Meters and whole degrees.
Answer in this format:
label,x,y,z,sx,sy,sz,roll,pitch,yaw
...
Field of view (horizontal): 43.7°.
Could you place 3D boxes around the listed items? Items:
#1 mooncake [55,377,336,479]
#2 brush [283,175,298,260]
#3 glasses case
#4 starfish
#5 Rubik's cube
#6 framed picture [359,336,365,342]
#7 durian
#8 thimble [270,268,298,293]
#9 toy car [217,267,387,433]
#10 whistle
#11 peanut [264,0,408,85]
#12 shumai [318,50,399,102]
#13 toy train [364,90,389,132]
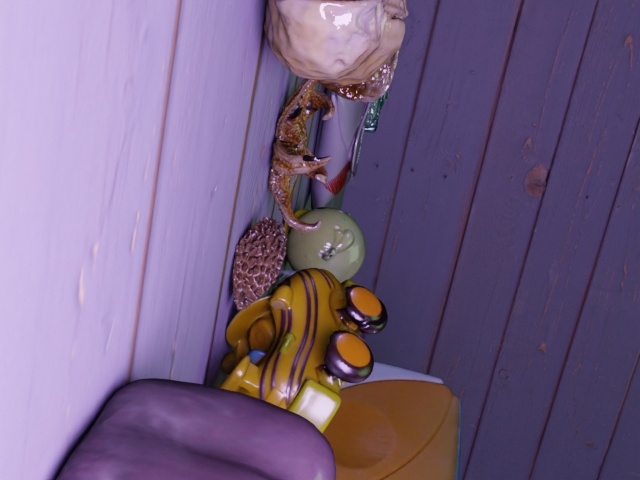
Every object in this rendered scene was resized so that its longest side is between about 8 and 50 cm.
label,x,y,z,sx,sy,sz,roll,pitch,yaw
mooncake,-0.088,0.243,0.499,0.306,0.154,0.306,12,90,-84
brush,-0.050,-0.041,1.212,0.083,0.010,0.218,-75,177,-46
glasses case,0.036,-0.184,1.467,0.128,0.083,0.308,-74,175,-49
starfish,-0.018,-0.113,0.933,0.146,0.074,0.190,-75,176,-51
Rubik's cube,0.027,0.420,1.306,0.352,0.347,0.352,-74,176,-47
framed picture,-0.003,0.166,1.420,0.016,0.184,0.250,-46,163,-20
durian,-0.064,0.019,0.865,0.066,0.052,0.130,102,2,-53
thimble,-0.050,0.097,1.268,0.084,0.062,0.110,-73,175,-73
toy car,-0.040,0.129,0.881,0.200,0.142,0.248,-52,-172,31
whistle,-0.006,-0.007,1.376,0.294,0.141,0.141,-129,-131,-70
peanut,0.015,-0.207,0.736,0.290,0.130,0.130,-52,155,-77
shumai,0.031,-0.262,1.058,0.116,0.145,0.146,-12,117,-62
toy train,0.093,-0.346,1.564,0.154,0.115,0.270,-84,-174,-71
